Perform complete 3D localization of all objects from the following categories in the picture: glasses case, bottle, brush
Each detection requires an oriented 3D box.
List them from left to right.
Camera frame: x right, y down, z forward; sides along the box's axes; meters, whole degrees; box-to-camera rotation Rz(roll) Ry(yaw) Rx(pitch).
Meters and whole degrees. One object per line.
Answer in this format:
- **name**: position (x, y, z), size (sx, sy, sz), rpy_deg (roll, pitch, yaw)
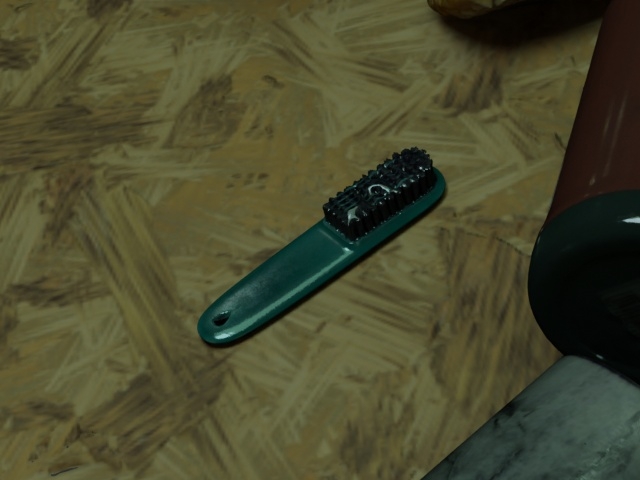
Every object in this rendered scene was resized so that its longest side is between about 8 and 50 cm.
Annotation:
- **brush**: position (0.000, 0.000, 1.178), size (0.193, 0.032, 0.043), rpy_deg (-35, 50, -21)
- **glasses case**: position (0.065, 0.180, 0.974), size (0.299, 0.060, 0.114), rpy_deg (-38, 48, -22)
- **bottle**: position (0.220, -0.079, 1.126), size (0.144, 0.144, 0.336), rpy_deg (4, 48, 16)

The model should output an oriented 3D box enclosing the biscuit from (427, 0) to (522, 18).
- **biscuit**: position (0.251, -0.231, 1.291), size (0.379, 0.054, 0.094), rpy_deg (-20, 4, -5)
